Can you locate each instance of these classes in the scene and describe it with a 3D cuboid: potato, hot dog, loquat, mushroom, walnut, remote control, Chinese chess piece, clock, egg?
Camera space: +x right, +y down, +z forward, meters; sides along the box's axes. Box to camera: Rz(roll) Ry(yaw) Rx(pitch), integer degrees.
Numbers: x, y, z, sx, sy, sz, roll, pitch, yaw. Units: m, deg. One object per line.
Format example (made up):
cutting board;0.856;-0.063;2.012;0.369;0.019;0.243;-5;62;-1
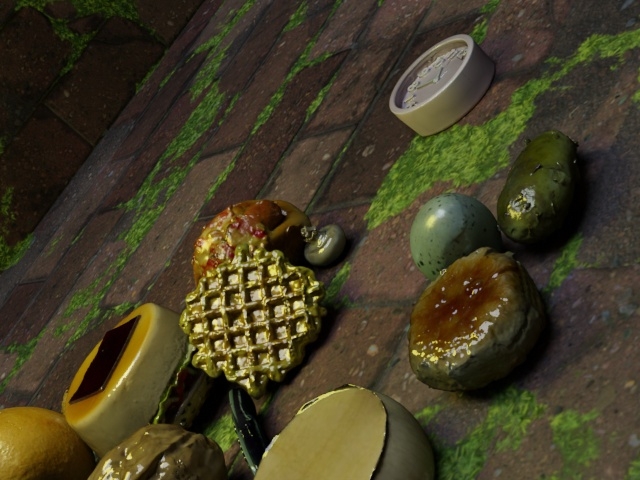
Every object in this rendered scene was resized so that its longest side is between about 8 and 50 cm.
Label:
potato;0.306;-0.080;1.443;0.117;0.090;0.225;-34;20;41
hot dog;-0.136;0.030;1.855;0.150;0.153;0.256;28;86;45
loquat;-0.525;0.424;1.833;0.263;0.263;0.263;-37;27;22
mushroom;0.000;0.000;1.824;0.085;0.079;0.085;-38;23;19
walnut;-0.249;0.382;1.531;0.245;0.198;0.198;-54;25;-18
remote control;-0.101;0.298;1.560;0.042;0.072;0.222;-25;28;-3
Chinese chess piece;0.023;0.307;1.304;0.257;0.104;0.257;-37;26;22
clock;0.222;-0.285;1.908;0.197;0.068;0.197;-37;26;21
egg;0.185;-0.001;1.439;0.131;0.164;0.131;-6;72;18

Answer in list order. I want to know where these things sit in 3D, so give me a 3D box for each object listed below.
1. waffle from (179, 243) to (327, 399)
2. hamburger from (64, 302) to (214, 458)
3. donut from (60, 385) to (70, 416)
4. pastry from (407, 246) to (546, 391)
waffle;-0.115;0.125;1.706;0.238;0.059;0.243;36;86;25
hamburger;-0.309;0.257;1.822;0.300;0.176;0.300;-40;27;25
donut;-0.419;0.303;1.995;0.078;0.146;0.181;13;38;19
pastry;0.196;0.108;1.333;0.182;0.093;0.192;-31;29;22
